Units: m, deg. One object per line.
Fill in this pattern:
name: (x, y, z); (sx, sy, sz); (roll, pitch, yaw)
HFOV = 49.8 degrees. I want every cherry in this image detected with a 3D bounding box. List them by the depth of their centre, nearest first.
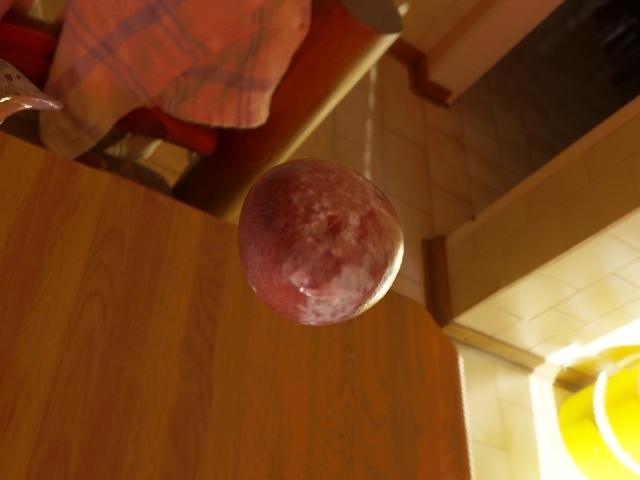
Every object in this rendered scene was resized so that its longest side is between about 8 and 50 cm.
cherry: (0.000, 0.000, 0.966); (0.235, 0.213, 0.286); (14, 41, 2)

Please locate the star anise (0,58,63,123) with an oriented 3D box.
star anise: (-0.282, -0.102, 0.378); (0.227, 0.219, 0.148); (42, 33, 14)
